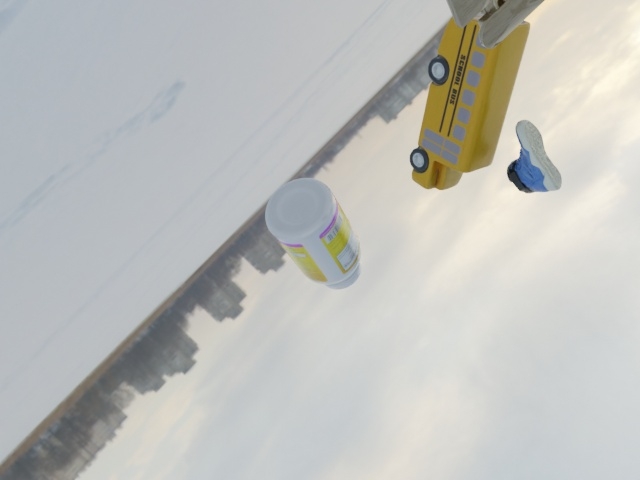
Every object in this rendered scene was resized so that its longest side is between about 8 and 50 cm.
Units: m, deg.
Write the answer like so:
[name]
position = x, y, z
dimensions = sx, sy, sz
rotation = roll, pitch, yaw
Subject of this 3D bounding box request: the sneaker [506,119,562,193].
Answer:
[sneaker]
position = 0.363, -0.144, 1.159
dimensions = 0.085, 0.152, 0.058
rotation = -10, -140, 45

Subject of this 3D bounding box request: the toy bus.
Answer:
[toy bus]
position = 0.266, -0.243, 1.183
dimensions = 0.108, 0.130, 0.332
rotation = -20, 132, -36

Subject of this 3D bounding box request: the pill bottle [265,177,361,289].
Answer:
[pill bottle]
position = 0.000, 0.000, 0.406
dimensions = 0.043, 0.043, 0.083
rotation = -46, 145, -9

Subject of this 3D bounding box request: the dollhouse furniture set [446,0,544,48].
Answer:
[dollhouse furniture set]
position = 0.155, -0.278, 0.716
dimensions = 0.123, 0.144, 0.151
rotation = -44, -138, -5
